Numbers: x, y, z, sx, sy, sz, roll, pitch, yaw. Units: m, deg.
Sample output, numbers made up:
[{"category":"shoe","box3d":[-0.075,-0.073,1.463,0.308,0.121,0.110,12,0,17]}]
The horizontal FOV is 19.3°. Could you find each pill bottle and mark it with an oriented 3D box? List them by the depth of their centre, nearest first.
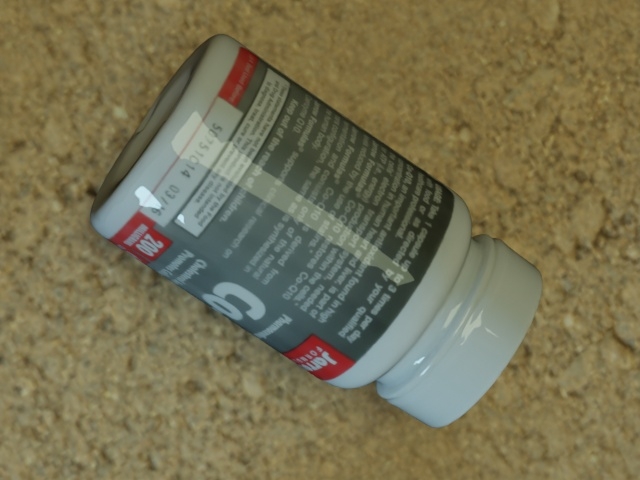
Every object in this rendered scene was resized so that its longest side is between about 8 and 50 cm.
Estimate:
[{"category":"pill bottle","box3d":[0.000,0.000,1.291,0.283,0.161,0.161,34,74,-12]}]
